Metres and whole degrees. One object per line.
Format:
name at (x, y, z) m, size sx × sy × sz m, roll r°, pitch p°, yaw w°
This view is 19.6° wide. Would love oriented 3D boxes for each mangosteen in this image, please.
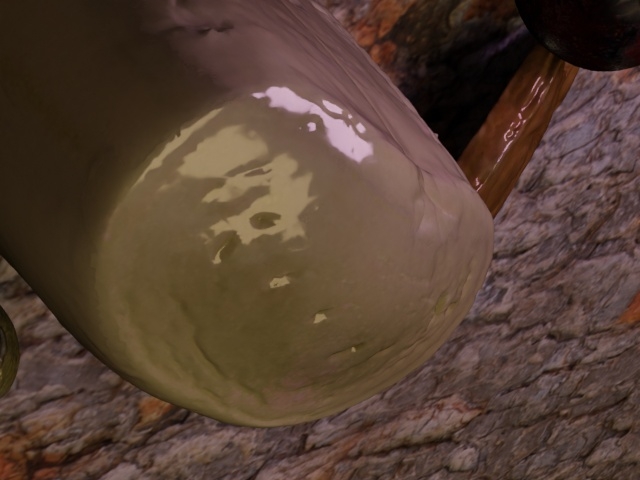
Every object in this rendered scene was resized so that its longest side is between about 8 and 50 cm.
mangosteen at (0.279, -0.252, 1.679) m, size 0.216 × 0.216 × 0.216 m, roll -28°, pitch 147°, yaw -20°

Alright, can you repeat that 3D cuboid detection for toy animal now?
toy animal at (-0.309, 0.082, 1.580) m, size 0.098 × 0.098 × 0.137 m, roll -20°, pitch 127°, yaw -31°

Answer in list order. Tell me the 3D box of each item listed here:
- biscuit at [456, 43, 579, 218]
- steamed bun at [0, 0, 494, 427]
biscuit at (0.168, -0.063, 1.837) m, size 0.376 × 0.051 × 0.269 m, roll -56°, pitch 172°, yaw -13°
steamed bun at (-0.093, -0.045, 1.384) m, size 0.290 × 0.371 × 0.456 m, roll -46°, pitch 145°, yaw 11°
